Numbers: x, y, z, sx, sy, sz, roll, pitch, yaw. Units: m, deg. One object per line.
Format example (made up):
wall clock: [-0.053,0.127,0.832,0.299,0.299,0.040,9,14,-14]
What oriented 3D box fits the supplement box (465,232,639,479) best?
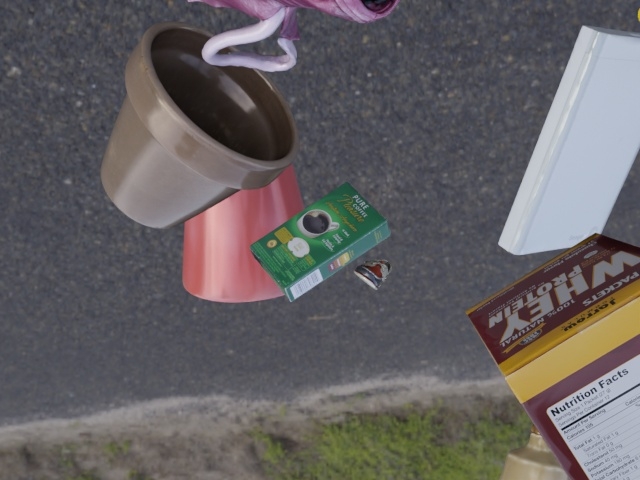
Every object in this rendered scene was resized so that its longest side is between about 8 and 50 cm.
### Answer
supplement box: [0.220,0.116,0.530,0.129,0.194,0.191,-32,-177,7]

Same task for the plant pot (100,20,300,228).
plant pot: [-0.199,-0.141,1.061,0.263,0.263,0.229,23,130,-36]

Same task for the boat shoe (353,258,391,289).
boat shoe: [0.089,0.050,1.194,0.043,0.049,0.137,-50,168,7]

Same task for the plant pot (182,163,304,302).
plant pot: [-0.145,-0.042,1.435,0.274,0.275,0.243,-3,110,0]

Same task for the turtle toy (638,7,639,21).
turtle toy: [0.404,-0.224,0.773,0.095,0.130,0.066,-16,164,-14]

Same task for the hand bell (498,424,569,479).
hand bell: [0.249,0.202,0.817,0.126,0.242,0.126,11,177,1]

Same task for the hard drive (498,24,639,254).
hard drive: [0.370,-0.130,1.013,0.203,0.040,0.308,-6,123,-36]

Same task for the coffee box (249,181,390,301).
coffee box: [0.000,0.000,1.100,0.184,0.113,0.040,-35,140,-11]

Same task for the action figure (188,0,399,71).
action figure: [-0.029,-0.260,0.687,0.248,0.370,0.276,-9,117,-34]
